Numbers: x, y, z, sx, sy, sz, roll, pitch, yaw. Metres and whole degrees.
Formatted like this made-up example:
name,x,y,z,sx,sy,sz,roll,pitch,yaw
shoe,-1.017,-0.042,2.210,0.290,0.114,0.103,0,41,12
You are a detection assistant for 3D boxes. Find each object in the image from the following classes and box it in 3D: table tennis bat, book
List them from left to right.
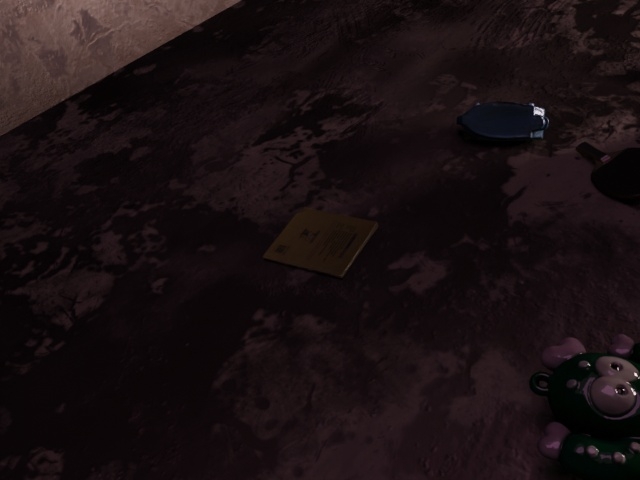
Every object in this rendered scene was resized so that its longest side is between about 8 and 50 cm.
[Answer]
name,x,y,z,sx,sy,sz,roll,pitch,yaw
book,0.000,0.000,1.427,0.192,0.013,0.168,13,48,30
table tennis bat,0.603,-0.151,1.384,0.130,0.019,0.220,-35,38,-2

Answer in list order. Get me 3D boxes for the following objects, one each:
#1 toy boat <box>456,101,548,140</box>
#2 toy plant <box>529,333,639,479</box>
name,x,y,z,sx,sy,sz,roll,pitch,yaw
toy boat,0.418,-0.273,1.570,0.215,0.088,0.102,6,10,24
toy plant,0.415,0.228,0.956,0.243,0.113,0.233,-4,43,5
